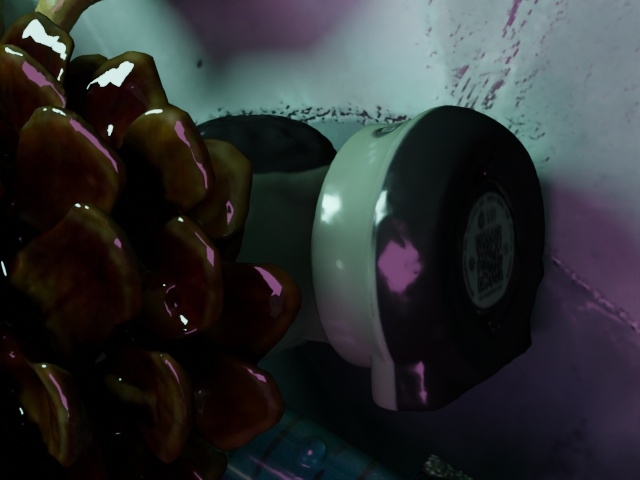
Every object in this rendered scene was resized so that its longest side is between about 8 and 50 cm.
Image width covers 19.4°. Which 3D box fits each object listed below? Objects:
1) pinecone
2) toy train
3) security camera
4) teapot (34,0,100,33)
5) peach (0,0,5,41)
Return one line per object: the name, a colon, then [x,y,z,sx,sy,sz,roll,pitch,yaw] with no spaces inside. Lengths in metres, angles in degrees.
pinecone: [-0.221,0.067,1.189,0.397,0.397,0.398,6,105,22]
toy train: [-0.005,0.185,1.352,0.298,0.120,0.194,31,151,14]
security camera: [0.000,0.000,1.323,0.277,0.197,0.191,3,106,31]
teapot: [-0.125,-0.281,1.308,0.203,0.167,0.311,31,112,14]
peach: [-0.349,-0.144,1.411,0.235,0.214,0.214,4,106,-5]
